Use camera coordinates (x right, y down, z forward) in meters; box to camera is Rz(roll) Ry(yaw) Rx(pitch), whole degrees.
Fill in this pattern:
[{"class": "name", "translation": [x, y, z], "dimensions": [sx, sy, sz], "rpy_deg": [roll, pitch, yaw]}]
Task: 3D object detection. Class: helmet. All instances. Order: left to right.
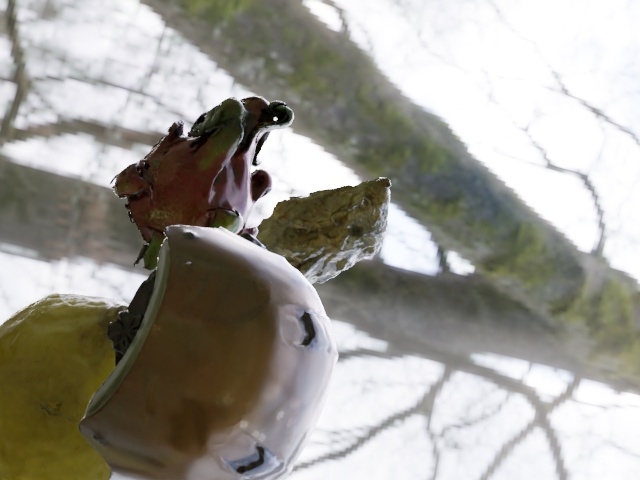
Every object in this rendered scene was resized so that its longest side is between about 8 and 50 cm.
[{"class": "helmet", "translation": [-0.059, 0.096, 1.114], "dimensions": [0.198, 0.130, 0.224], "rpy_deg": [-64, 162, -10]}]

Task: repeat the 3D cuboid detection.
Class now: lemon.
[{"class": "lemon", "translation": [-0.236, 0.188, 1.592], "dimensions": [0.268, 0.268, 0.322], "rpy_deg": [-128, -132, -56]}]

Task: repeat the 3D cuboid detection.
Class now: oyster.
[{"class": "oyster", "translation": [-0.002, 0.008, 1.996], "dimensions": [0.072, 0.209, 0.133], "rpy_deg": [-112, -176, -58]}]

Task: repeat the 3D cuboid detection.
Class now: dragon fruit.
[{"class": "dragon fruit", "translation": [-0.101, -0.059, 1.405], "dimensions": [0.175, 0.138, 0.142], "rpy_deg": [-52, -138, 14]}]
